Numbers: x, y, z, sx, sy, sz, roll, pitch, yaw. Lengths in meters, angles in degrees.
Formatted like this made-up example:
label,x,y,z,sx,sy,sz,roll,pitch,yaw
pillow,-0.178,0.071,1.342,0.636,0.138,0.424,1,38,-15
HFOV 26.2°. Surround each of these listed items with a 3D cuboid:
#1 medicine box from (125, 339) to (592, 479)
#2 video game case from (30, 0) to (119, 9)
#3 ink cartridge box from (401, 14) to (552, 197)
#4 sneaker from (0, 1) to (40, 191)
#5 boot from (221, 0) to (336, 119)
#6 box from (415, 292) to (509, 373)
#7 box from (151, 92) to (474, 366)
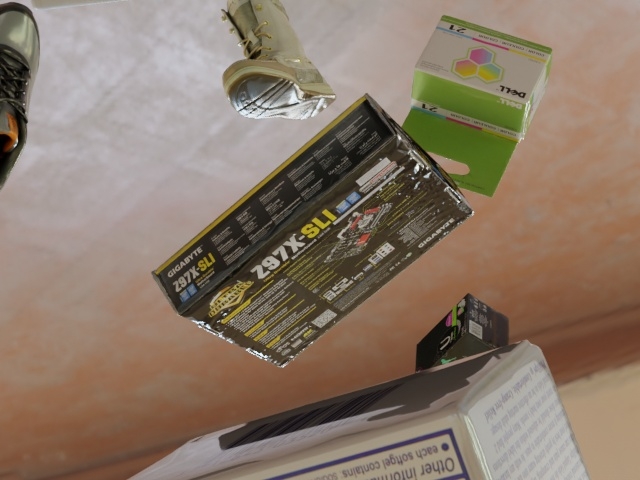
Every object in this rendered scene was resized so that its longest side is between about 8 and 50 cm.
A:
label,x,y,z,sx,sy,sz,roll,pitch,yaw
medicine box,0.038,0.240,0.784,0.263,0.289,0.149,-20,-179,27
video game case,-0.128,-0.332,1.428,0.299,0.329,0.036,-6,122,4
ink cartridge box,0.226,-0.207,2.107,0.188,0.255,0.097,19,143,13
sneaker,-0.363,-0.149,1.552,0.108,0.272,0.100,-13,148,42
boot,-0.077,-0.234,1.671,0.077,0.165,0.213,-33,165,25
box,0.134,0.105,1.302,0.052,0.062,0.083,31,124,-15
box,0.000,0.000,1.618,0.322,0.079,0.257,-40,147,9
